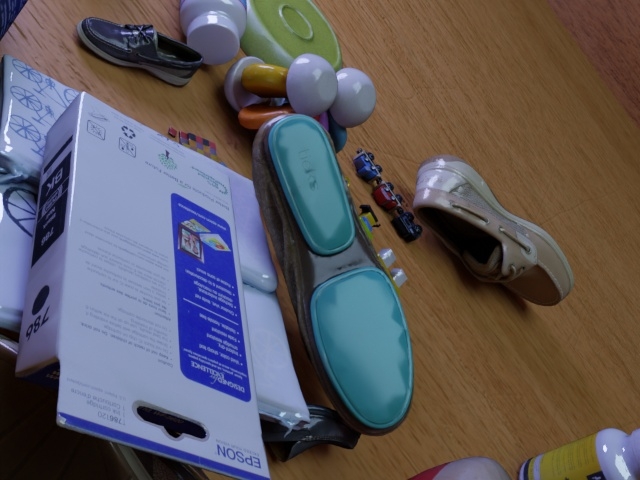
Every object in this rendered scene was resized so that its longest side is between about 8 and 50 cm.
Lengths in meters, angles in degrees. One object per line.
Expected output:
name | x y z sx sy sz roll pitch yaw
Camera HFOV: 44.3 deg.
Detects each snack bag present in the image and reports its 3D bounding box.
snack bag | -0.158 -0.004 0.728 0.323 0.037 0.342 28 30 -35

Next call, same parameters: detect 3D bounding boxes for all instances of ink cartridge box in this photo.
ink cartridge box | -0.134 0.035 0.597 0.165 0.065 0.332 31 29 -34

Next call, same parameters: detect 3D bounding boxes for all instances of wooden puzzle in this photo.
wooden puzzle | -0.142 -0.101 0.915 0.083 0.006 0.049 19 48 -41

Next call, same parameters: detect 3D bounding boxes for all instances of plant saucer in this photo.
plant saucer | -0.046 -0.320 1.189 0.241 0.037 0.241 30 42 -32

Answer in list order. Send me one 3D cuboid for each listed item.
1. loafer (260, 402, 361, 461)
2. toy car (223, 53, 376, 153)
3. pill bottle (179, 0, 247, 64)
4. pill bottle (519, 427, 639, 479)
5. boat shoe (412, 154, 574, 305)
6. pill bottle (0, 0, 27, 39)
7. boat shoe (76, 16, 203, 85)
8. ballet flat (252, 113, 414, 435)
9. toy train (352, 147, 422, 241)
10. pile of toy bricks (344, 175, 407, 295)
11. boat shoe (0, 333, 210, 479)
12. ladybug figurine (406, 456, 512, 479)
loafer | -0.032 0.186 0.770 0.170 0.062 0.061 25 66 -31
toy car | -0.029 -0.159 1.002 0.182 0.159 0.136 5 92 -49
pill bottle | -0.139 -0.306 1.021 0.087 0.087 0.160 25 45 -36
pill bottle | 0.359 0.305 1.015 0.103 0.184 0.103 31 41 -31
boat shoe | 0.263 0.014 1.219 0.341 0.122 0.110 38 51 -21
pill bottle | -0.332 -0.226 0.664 0.153 0.153 0.264 35 39 -27
boat shoe | -0.205 -0.228 0.909 0.152 0.049 0.056 12 53 -45
ballet flat | 0.001 0.037 0.832 0.116 0.124 0.342 -19 84 -23
toy train | 0.095 -0.066 1.155 0.036 0.027 0.158 -32 88 -45
pile of toy bricks | 0.000 0.000 0.938 0.105 0.118 0.212 -44 116 -28
boat shoe | -0.146 0.194 0.590 0.342 0.123 0.123 41 5 -2
ladybug figurine | 0.078 0.362 0.605 0.449 0.162 0.305 -65 146 -53
